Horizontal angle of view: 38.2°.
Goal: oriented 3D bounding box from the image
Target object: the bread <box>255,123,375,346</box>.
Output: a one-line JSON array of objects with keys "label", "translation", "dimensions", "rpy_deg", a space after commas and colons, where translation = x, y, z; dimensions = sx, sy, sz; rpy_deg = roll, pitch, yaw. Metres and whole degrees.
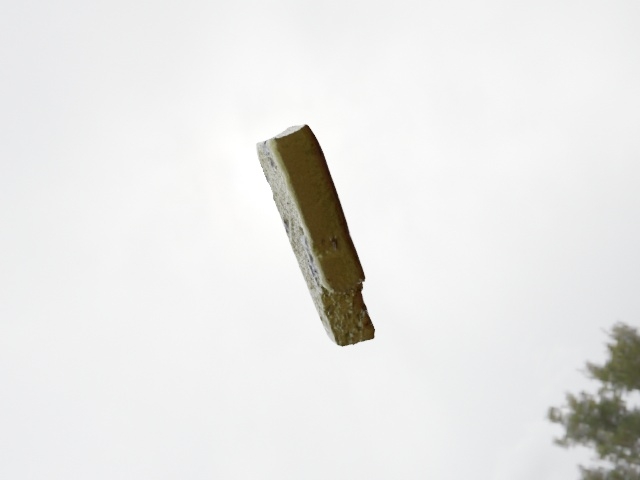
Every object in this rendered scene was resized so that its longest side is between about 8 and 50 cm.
[{"label": "bread", "translation": [0.000, 0.000, 0.900], "dimensions": [0.049, 0.088, 0.226], "rpy_deg": [-23, -81, -15]}]
